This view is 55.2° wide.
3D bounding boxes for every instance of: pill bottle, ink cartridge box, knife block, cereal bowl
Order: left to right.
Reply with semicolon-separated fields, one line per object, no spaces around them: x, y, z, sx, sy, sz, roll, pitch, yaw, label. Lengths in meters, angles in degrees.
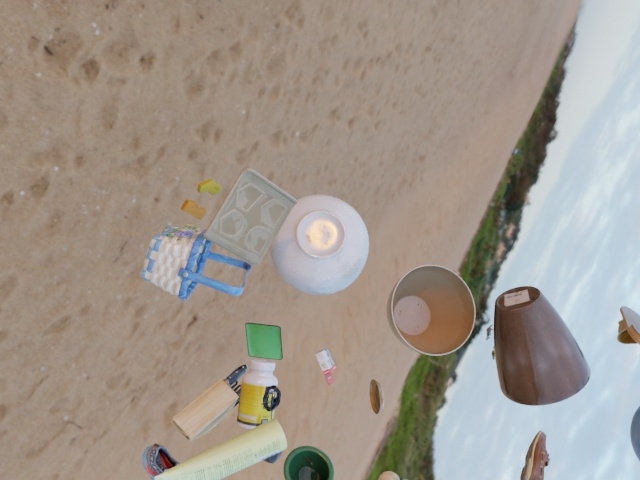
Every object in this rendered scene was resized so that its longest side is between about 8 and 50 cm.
-0.324;0.504;1.948;0.242;0.088;0.276;-49;167;1;knife block
-0.176;0.436;1.744;0.103;0.103;0.184;23;73;-77;pill bottle
0.000;0.000;2.003;0.339;0.339;0.141;-61;176;-17;cereal bowl
0.026;0.418;2.025;0.029;0.115;0.063;-27;174;18;ink cartridge box

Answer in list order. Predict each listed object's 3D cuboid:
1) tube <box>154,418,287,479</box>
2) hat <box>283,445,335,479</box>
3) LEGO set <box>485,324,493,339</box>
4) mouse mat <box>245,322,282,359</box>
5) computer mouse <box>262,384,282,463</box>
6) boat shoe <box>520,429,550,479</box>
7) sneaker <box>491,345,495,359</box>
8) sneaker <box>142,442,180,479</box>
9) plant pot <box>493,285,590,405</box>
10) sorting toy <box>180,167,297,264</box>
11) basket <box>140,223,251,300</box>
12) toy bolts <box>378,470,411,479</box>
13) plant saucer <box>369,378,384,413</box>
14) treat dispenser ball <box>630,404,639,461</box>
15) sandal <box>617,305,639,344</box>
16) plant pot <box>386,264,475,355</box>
-0.179;0.397;1.105;0.240;0.070;0.062;-20;-177;-24;tube
-0.042;0.863;2.217;0.173;0.208;0.183;-52;167;-34;hat
0.606;0.333;2.216;0.083;0.023;0.054;98;15;-46;LEGO set
-0.235;0.421;2.554;0.007;0.152;0.189;-72;164;-55;mouse mat
-0.135;0.488;1.611;0.041;0.071;0.242;-20;119;-47;computer mouse
0.613;0.616;1.725;0.178;0.060;0.064;-50;157;-45;boat shoe
0.503;0.307;1.712;0.083;0.035;0.031;91;-9;-59;sneaker
-0.555;0.863;2.230;0.104;0.262;0.125;-29;175;-46;sneaker
0.502;0.234;1.463;0.215;0.215;0.230;-47;118;-54;plant pot
-0.227;-0.085;1.687;0.307;0.041;0.229;33;90;-42;sorting toy
-0.348;0.070;1.761;0.255;0.289;0.201;-99;-149;-77;basket
0.173;0.717;1.572;0.228;0.158;0.218;-59;155;2;toy bolts
0.139;0.381;1.494;0.083;0.015;0.083;178;-90;-77;plant saucer
1.057;0.575;1.772;0.288;0.288;0.288;-59;166;-25;treat dispenser ball
0.867;0.260;1.724;0.079;0.088;0.240;-58;173;21;sandal
0.331;0.233;1.993;0.284;0.284;0.191;-61;-173;-17;plant pot
